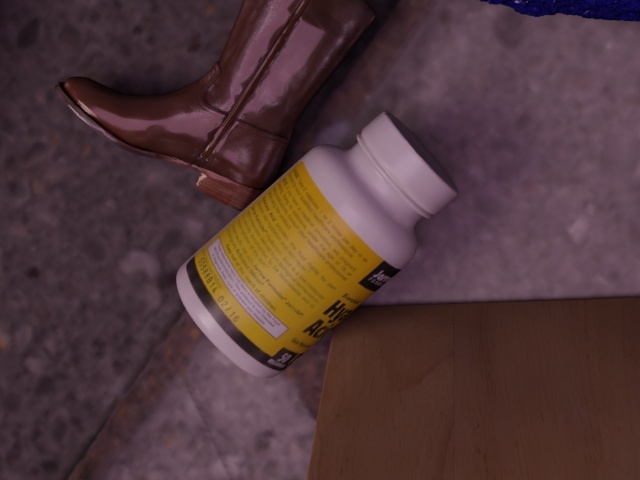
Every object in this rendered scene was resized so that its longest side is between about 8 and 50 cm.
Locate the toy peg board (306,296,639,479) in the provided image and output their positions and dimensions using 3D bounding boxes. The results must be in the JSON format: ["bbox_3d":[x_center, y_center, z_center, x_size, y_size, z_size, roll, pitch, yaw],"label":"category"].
[{"bbox_3d":[0.082,0.096,0.509,0.161,0.161,0.079,-2,116,7],"label":"toy peg board"}]

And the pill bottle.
[{"bbox_3d":[0.000,0.000,0.543,0.116,0.065,0.065,-42,91,12],"label":"pill bottle"}]

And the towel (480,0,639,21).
[{"bbox_3d":[0.174,-0.234,0.479,0.228,0.076,0.308,5,99,7],"label":"towel"}]

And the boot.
[{"bbox_3d":[-0.045,-0.084,0.550,0.106,0.037,0.114,28,105,-11],"label":"boot"}]
